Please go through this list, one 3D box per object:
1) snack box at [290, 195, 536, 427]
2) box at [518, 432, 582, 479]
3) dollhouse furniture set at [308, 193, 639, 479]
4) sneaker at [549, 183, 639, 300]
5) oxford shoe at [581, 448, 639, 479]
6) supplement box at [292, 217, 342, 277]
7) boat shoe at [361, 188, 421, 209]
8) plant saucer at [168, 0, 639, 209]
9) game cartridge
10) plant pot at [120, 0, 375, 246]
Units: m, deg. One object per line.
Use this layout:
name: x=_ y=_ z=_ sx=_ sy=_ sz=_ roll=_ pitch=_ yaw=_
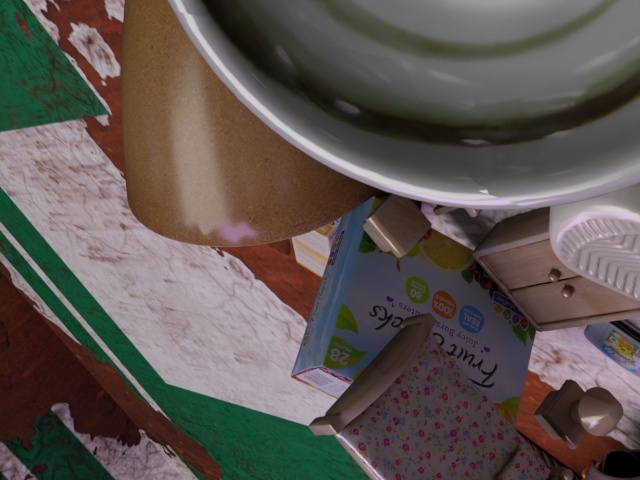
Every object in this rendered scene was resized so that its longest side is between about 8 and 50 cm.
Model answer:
snack box: x=0.095 y=0.085 z=1.024 sx=0.207 sy=0.175 sz=0.070 roll=28 pitch=154 yaw=-19
box: x=0.290 y=0.349 z=1.315 sx=0.275 sy=0.113 sz=0.094 roll=35 pitch=154 yaw=16
dollhouse furniture set: x=0.117 y=0.109 z=0.887 sx=0.303 sy=0.355 sz=0.174 roll=49 pitch=153 yaw=-10
sneaker: x=0.290 y=-0.006 z=0.751 sx=0.131 sy=0.148 sz=0.350 roll=-12 pitch=147 yaw=42
oxford shoe: x=0.307 y=0.285 z=1.127 sx=0.363 sy=0.130 sz=0.133 roll=-42 pitch=71 yaw=44
supplement box: x=0.000 y=0.000 z=1.281 sx=0.062 sy=0.036 sz=0.098 roll=31 pitch=153 yaw=26
boat shoe: x=0.061 y=-0.016 z=1.128 sx=0.073 sy=0.073 sz=0.207 roll=14 pitch=152 yaw=-8
plant saucer: x=0.090 y=-0.217 z=0.596 sx=0.400 sy=0.100 sz=0.401 roll=8 pitch=117 yaw=17
game cartridge: x=0.287 y=0.099 z=1.028 sx=0.083 sy=0.017 sz=0.056 roll=36 pitch=158 yaw=17
plant pot: x=-0.076 y=-0.163 z=0.942 sx=0.237 sy=0.237 sz=0.254 roll=23 pitch=135 yaw=38
